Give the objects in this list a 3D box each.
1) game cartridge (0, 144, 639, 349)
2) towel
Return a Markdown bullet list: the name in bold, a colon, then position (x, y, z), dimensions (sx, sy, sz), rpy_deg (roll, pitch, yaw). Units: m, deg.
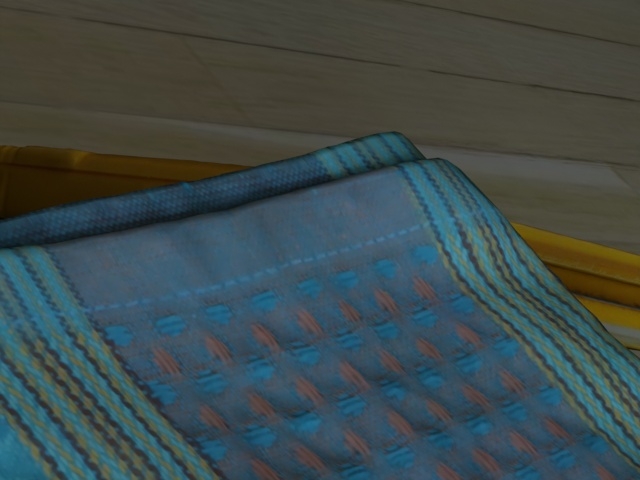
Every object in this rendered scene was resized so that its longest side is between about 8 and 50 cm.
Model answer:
- **game cartridge**: position (0.000, 0.000, 1.013), dimensions (0.285, 0.053, 0.323), rpy_deg (13, -1, -38)
- **towel**: position (0.068, 0.111, 0.332), dimensions (0.370, 0.040, 0.271), rpy_deg (42, 29, 23)
